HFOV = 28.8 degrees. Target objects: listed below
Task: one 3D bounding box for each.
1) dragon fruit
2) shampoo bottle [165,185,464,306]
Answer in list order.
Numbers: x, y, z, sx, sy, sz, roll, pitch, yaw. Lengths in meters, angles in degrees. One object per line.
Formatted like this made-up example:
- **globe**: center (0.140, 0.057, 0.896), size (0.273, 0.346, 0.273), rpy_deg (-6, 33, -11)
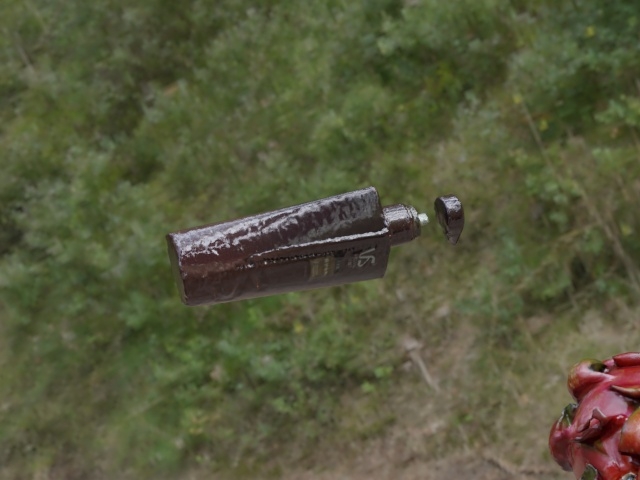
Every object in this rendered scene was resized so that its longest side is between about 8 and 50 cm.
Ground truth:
- **dragon fruit**: center (0.386, 0.241, 1.465), size (0.227, 0.243, 0.307), rpy_deg (10, -16, 10)
- **shampoo bottle**: center (0.000, 0.002, 0.983), size (0.236, 0.067, 0.068), rpy_deg (-12, -20, -14)
